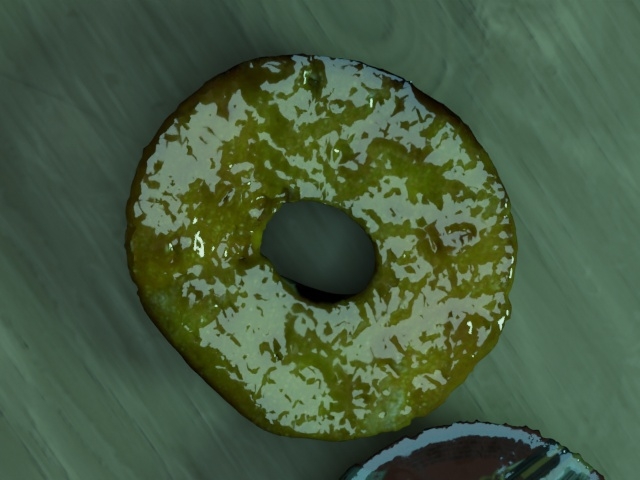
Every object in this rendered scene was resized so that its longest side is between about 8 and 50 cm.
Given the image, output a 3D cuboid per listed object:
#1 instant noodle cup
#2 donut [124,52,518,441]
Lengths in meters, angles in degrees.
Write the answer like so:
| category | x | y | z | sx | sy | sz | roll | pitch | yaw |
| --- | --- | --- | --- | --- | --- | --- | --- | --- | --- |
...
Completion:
| category | x | y | z | sx | sy | sz | roll | pitch | yaw |
| --- | --- | --- | --- | --- | --- | --- | --- | --- | --- |
| instant noodle cup | 0.117 | 0.266 | 1.376 | 0.274 | 0.091 | 0.274 | 0 | 96 | 0 |
| donut | 0.000 | 0.000 | 1.343 | 0.303 | 0.110 | 0.302 | 0 | 98 | 0 |
